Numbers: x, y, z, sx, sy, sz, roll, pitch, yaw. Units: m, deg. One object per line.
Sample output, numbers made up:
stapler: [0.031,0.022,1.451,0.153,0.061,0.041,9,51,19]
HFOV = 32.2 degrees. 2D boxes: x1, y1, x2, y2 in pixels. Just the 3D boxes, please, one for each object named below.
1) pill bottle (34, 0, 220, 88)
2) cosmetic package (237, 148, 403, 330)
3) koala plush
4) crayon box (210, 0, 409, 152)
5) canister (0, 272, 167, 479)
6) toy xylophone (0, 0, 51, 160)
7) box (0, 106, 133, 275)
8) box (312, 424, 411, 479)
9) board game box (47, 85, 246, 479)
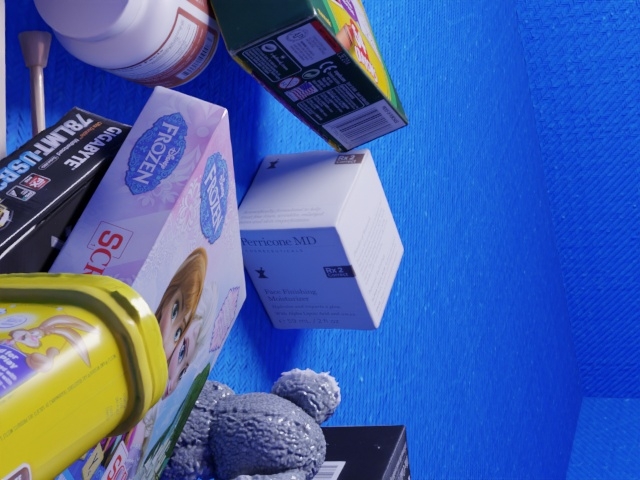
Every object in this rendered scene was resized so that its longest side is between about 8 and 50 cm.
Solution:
pill bottle: [-0.178,-0.213,1.023,0.216,0.121,0.121,3,86,-79]
cosmetic package: [0.000,0.000,1.419,0.151,0.151,0.183,-68,146,-42]
koala plush: [-0.095,0.205,1.102,0.196,0.221,0.203,-63,143,-47]
crayon box: [-0.037,-0.299,1.254,0.363,0.106,0.313,31,38,-69]
canister: [-0.161,0.076,0.455,0.170,0.126,0.073,-38,122,-59]
toy xylophone: [-0.291,-0.090,0.851,0.236,0.081,0.322,39,50,-75]
box: [-0.243,0.087,0.833,0.293,0.073,0.295,-51,159,-55]
box: [0.008,0.422,1.306,0.343,0.179,0.312,-42,127,-73]
board game box: [-0.156,0.094,0.903,0.318,0.066,0.318,91,20,-61]
